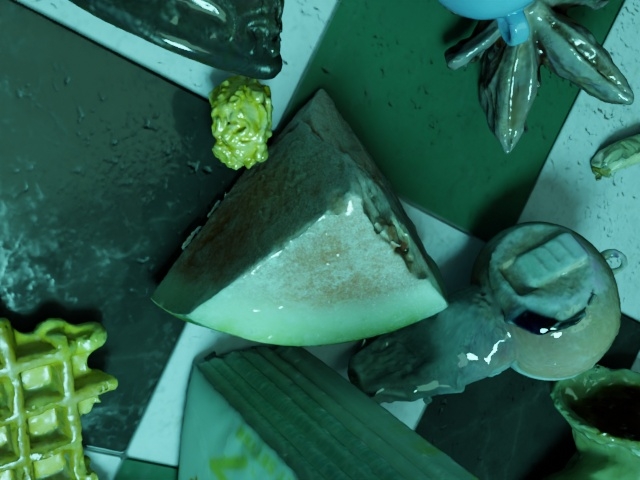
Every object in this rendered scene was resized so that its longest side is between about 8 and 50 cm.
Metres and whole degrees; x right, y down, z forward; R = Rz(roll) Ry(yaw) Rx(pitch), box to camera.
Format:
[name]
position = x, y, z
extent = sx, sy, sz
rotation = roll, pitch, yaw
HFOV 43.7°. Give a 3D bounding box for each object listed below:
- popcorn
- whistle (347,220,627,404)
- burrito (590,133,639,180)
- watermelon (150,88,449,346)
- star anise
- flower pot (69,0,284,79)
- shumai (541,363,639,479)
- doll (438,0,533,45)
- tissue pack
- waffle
[popcorn]
position = -0.070, -0.105, 0.718
extent = 0.057, 0.083, 0.082
rotation = -1, 73, -1
[whistle]
position = 0.195, 0.100, 0.906
extent = 0.347, 0.189, 0.189
rotation = -25, 119, -6
[burrito]
position = 0.420, -0.124, 1.028
extent = 0.185, 0.041, 0.045
rotation = -20, 158, -25
[watermelon]
position = 0.000, 0.000, 0.773
extent = 0.310, 0.193, 0.232
rotation = 6, 123, -19
[star anise]
position = 0.218, -0.227, 0.826
extent = 0.198, 0.110, 0.258
rotation = -13, 99, 0
[flower pot]
position = -0.065, -0.273, 0.561
extent = 0.266, 0.266, 0.267
rotation = 14, 109, -34
[shumai]
position = 0.423, 0.326, 1.112
extent = 0.329, 0.291, 0.289
rotation = 19, 60, -42
[doll]
position = 0.130, -0.322, 0.683
extent = 0.141, 0.177, 0.314
rotation = -17, 103, -3
[tissue pack]
position = 0.010, 0.296, 0.713
extent = 0.162, 0.388, 0.288
rotation = -4, 109, -32
[waffle]
position = -0.299, 0.203, 0.695
extent = 0.281, 0.058, 0.301
rotation = 16, 98, -36
